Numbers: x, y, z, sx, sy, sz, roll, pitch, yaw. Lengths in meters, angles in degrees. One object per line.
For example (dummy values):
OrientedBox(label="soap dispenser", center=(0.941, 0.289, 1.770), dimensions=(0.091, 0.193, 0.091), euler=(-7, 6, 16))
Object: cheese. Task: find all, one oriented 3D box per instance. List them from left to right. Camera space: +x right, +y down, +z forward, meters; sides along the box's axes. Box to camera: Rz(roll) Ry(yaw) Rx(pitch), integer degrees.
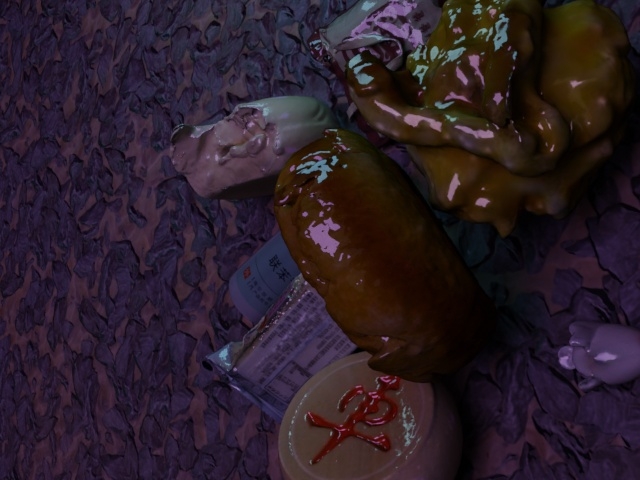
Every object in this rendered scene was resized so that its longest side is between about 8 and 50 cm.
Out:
OrientedBox(label="cheese", center=(-0.099, -0.146, 1.238), dimensions=(0.266, 0.233, 0.127), euler=(-18, 82, 43))

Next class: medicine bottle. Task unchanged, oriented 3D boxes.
OrientedBox(label="medicine bottle", center=(0.000, 0.000, 1.196), dimensions=(0.352, 0.110, 0.110), euler=(-40, 58, 31))

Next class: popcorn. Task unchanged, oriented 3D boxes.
OrientedBox(label="popcorn", center=(0.215, -0.166, 0.927), dimensions=(0.290, 0.321, 0.325), euler=(55, 158, -13))

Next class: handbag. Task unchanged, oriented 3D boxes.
OrientedBox(label="handbag", center=(0.115, -0.274, 1.122), dimensions=(0.235, 0.127, 0.213), euler=(-31, 92, 38))

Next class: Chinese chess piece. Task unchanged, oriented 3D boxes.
OrientedBox(label="Chinese chess piece", center=(0.062, 0.260, 1.021), dimensions=(0.250, 0.097, 0.251), euler=(-20, 36, 15))

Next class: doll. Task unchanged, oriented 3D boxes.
OrientedBox(label="doll", center=(0.426, 0.106, 0.795), dimensions=(0.384, 0.099, 0.188), euler=(-12, 83, 37))

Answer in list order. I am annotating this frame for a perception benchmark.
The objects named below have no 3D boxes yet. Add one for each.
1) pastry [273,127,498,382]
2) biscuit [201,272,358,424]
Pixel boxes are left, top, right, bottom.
OrientedBox(label="pastry", center=(0.079, 0.019, 0.949), dimensions=(0.164, 0.356, 0.356), euler=(-38, 58, 11))
OrientedBox(label="biscuit", center=(-0.032, 0.148, 1.177), dimensions=(0.309, 0.186, 0.079), euler=(-50, 9, 28))
